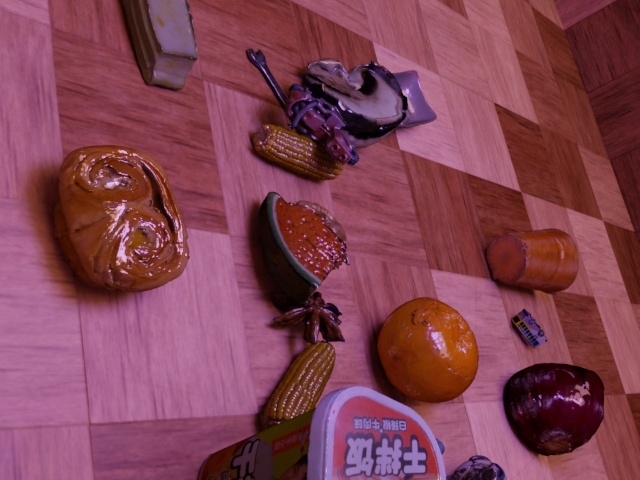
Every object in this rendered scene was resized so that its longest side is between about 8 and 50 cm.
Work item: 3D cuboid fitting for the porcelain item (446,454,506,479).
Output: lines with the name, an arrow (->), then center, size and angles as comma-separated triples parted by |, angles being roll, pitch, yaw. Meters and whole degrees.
porcelain item -> 0.337, 0.595, 1.632 | 0.186, 0.137, 0.288 | 54, 29, -42

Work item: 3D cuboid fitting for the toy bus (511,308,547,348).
toy bus -> 0.574, 0.245, 2.176 | 0.102, 0.058, 0.052 | 51, 9, -18

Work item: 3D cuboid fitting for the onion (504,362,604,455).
onion -> 0.585, 0.400, 1.971 | 0.207, 0.206, 0.216 | 35, 44, -33

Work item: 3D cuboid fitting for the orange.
orange -> 0.222, 0.228, 1.645 | 0.219, 0.193, 0.219 | 43, 39, -49

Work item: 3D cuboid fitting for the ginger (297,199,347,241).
ginger -> 0.000, 0.000, 1.626 | 0.176, 0.052, 0.193 | -1, 69, -45

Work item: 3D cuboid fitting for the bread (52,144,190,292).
bread -> -0.303, -0.031, 1.215 | 0.198, 0.120, 0.236 | -10, 78, -52

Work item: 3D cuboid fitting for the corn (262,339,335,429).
corn -> -0.034, 0.262, 1.410 | 0.080, 0.080, 0.231 | 54, 33, -13

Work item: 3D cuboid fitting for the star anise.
star anise -> -0.021, 0.136, 1.488 | 0.167, 0.057, 0.168 | 26, 21, -11

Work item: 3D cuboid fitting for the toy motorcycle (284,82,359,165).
toy motorcycle -> -0.003, -0.236, 1.621 | 0.212, 0.084, 0.118 | 51, 20, 5

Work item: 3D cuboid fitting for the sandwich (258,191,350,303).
sandwich -> -0.048, 0.010, 1.503 | 0.159, 0.079, 0.235 | -17, 59, -42

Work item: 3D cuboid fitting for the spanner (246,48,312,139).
spanner -> -0.084, -0.314, 1.744 | 0.255, 0.015, 0.054 | 58, 35, -8

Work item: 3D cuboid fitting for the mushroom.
mushroom -> 0.064, -0.319, 1.840 | 0.247, 0.130, 0.344 | 40, 32, 3

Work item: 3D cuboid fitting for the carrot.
carrot -> 0.583, 0.058, 2.237 | 0.254, 0.196, 0.196 | 2, 67, -38

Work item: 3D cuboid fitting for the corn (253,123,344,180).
corn -> -0.042, -0.183, 1.664 | 0.238, 0.080, 0.080 | 18, 55, -40

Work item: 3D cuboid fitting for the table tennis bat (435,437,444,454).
table tennis bat -> 0.191, 0.462, 1.563 | 0.237, 0.038, 0.149 | -34, 120, -56

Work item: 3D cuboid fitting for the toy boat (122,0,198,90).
toy boat -> -0.304, -0.422, 1.484 | 0.111, 0.084, 0.276 | 0, 70, -49

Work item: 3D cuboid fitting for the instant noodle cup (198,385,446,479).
instant noodle cup -> -0.015, 0.384, 1.158 | 0.293, 0.307, 0.294 | 27, 50, -38

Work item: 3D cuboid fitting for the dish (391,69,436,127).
dish -> 0.205, -0.361, 2.077 | 0.212, 0.077, 0.151 | -21, 87, -54
